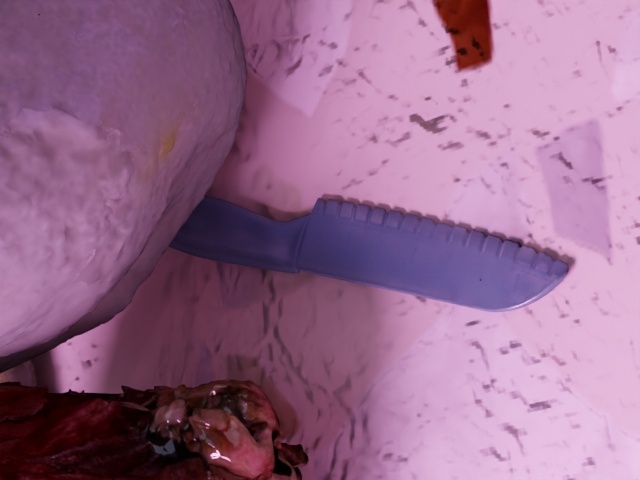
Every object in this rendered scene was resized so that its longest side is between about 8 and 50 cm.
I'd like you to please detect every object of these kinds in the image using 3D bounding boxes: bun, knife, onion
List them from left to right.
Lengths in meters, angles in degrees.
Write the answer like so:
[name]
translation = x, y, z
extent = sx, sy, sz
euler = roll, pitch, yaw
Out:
[bun]
translation = -0.211, -0.042, 1.011
extent = 0.362, 0.362, 0.211
euler = 14, 133, 44
[onion]
translation = -0.134, 0.195, 0.941
extent = 0.281, 0.221, 0.281
euler = -28, 31, 19
[knife]
translation = 0.000, 0.000, 1.002
extent = 0.313, 0.019, 0.044
euler = 12, 82, 43

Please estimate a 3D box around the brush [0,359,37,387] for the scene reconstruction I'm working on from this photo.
[brush]
translation = -0.198, 0.043, 1.162
extent = 0.067, 0.072, 0.312
euler = -10, 74, 20
